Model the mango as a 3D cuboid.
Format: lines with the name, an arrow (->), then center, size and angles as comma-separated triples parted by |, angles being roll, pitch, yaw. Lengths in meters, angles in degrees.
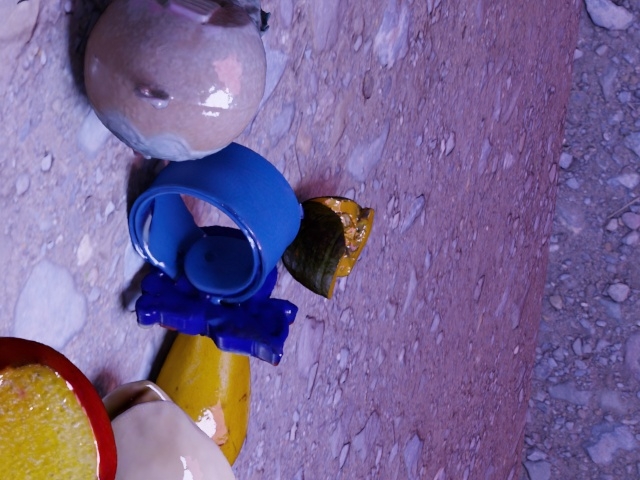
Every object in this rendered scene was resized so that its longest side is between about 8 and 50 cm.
mango -> -0.138, 0.181, 1.845 | 0.145, 0.112, 0.219 | 25, 75, -67

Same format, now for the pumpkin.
pumpkin -> 0.000, 0.000, 2.095 | 0.183, 0.108, 0.119 | -37, 144, -70

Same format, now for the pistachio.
pistachio -> -0.192, 0.310, 1.703 | 0.193, 0.214, 0.318 | -145, -130, -66

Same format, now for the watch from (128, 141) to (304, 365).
watch -> -0.110, 0.000, 1.700 | 0.171, 0.196, 0.200 | -68, 167, -47

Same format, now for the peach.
peach -> -0.273, 0.186, 1.394 | 0.192, 0.190, 0.190 | 106, 9, -59

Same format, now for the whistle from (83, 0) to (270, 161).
whistle -> -0.133, -0.187, 1.577 | 0.348, 0.189, 0.189 | -66, 161, -63
